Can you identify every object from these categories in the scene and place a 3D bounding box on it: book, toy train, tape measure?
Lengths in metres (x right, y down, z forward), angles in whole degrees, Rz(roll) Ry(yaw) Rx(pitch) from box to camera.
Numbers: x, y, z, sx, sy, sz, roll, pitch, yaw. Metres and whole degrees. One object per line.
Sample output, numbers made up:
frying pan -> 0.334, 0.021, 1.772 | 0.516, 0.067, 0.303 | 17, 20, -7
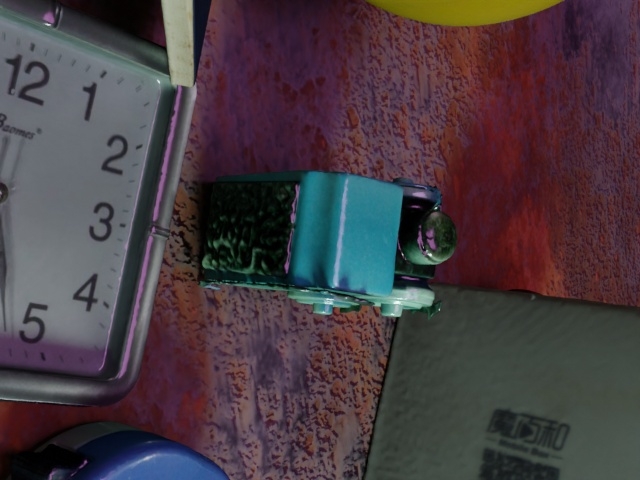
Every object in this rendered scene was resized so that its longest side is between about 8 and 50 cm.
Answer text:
book -> -0.077, -0.267, 0.707 | 0.191, 0.025, 0.269 | 107, -9, -71
toy train -> 0.000, 0.000, 0.819 | 0.163, 0.203, 0.112 | 11, 81, -38
tape measure -> -0.120, 0.283, 0.799 | 0.351, 0.098, 0.215 | 43, 65, -43

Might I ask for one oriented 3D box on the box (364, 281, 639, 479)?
box -> 0.201, 0.231, 0.935 | 0.090, 0.367, 0.373 | 21, 80, -45

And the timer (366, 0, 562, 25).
timer -> 0.100, -0.373, 0.778 | 0.376, 0.376, 0.387 | -45, 128, -34

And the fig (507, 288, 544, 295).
fig -> 0.227, 0.128, 1.079 | 0.143, 0.231, 0.160 | 25, 80, -2

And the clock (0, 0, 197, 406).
clock -> -0.218, -0.029, 0.687 | 0.273, 0.049, 0.278 | 17, 82, -47
